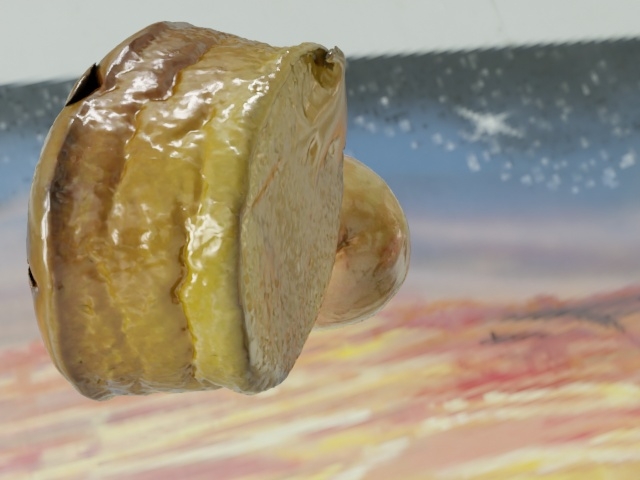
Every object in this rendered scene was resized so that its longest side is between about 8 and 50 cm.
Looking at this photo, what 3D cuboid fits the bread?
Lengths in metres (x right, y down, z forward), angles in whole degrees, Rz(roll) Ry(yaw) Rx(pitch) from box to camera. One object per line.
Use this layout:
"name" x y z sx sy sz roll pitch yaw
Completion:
"bread" -0.071 -0.019 0.874 0.143 0.269 0.195 4 -62 13

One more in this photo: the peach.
"peach" 0.000 0.000 1.469 0.184 0.184 0.184 -15 -26 -7
